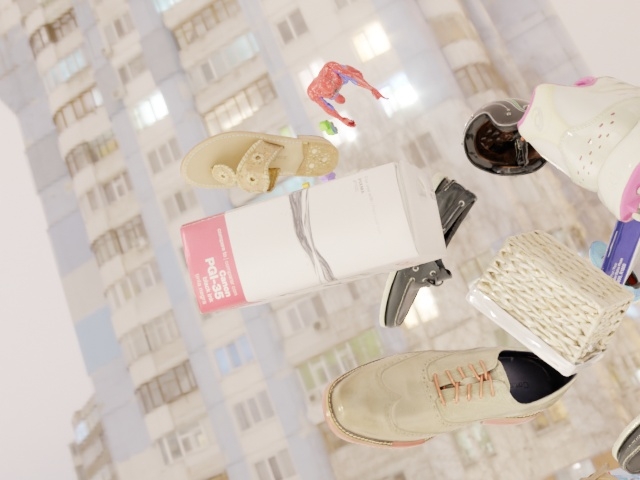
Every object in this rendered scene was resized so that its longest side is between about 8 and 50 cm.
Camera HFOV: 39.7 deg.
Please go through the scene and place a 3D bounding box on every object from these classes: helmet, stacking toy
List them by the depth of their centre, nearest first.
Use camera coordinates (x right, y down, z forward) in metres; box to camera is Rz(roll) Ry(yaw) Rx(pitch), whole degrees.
[{"bbox_3d":[0.377,-0.211,1.799,0.169,0.170,0.161,-11,21,-30],"label":"helmet"},{"bbox_3d":[-0.006,-0.165,1.934,0.166,0.052,0.221,-13,-44,29],"label":"stacking toy"}]

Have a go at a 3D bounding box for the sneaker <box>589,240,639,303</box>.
[{"bbox_3d":[0.641,0.056,1.903,0.063,0.162,0.073,-27,-33,-9],"label":"sneaker"}]

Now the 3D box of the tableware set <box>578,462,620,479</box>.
[{"bbox_3d":[0.307,0.311,0.927,0.141,0.169,0.020,-17,-40,-36],"label":"tableware set"}]

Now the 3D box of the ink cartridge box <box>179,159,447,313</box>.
[{"bbox_3d":[0.000,0.000,1.115,0.282,0.117,0.207,-15,-5,17],"label":"ink cartridge box"}]

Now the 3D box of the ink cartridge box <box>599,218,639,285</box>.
[{"bbox_3d":[0.584,-0.021,1.651,0.224,0.045,0.223,-38,-36,-48],"label":"ink cartridge box"}]

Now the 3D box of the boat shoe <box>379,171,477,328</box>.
[{"bbox_3d":[0.226,0.037,1.817,0.340,0.113,0.127,-67,-18,2],"label":"boat shoe"}]

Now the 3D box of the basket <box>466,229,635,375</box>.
[{"bbox_3d":[0.289,0.071,1.109,0.113,0.167,0.103,-11,-49,-49],"label":"basket"}]

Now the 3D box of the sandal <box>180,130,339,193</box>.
[{"bbox_3d":[-0.076,-0.107,1.280,0.239,0.079,0.088,-7,-61,-21],"label":"sandal"}]

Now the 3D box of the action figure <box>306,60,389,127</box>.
[{"bbox_3d":[0.055,-0.266,1.633,0.091,0.139,0.280,-52,-4,14],"label":"action figure"}]

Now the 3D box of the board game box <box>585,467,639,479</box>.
[{"bbox_3d":[0.750,0.575,1.853,0.317,0.066,0.319,-19,21,11],"label":"board game box"}]

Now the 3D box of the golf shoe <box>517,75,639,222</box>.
[{"bbox_3d":[0.280,-0.106,0.802,0.306,0.140,0.115,-15,-46,-58],"label":"golf shoe"}]

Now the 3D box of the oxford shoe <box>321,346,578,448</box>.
[{"bbox_3d":[0.194,0.207,1.292,0.396,0.141,0.146,-5,-23,-27],"label":"oxford shoe"}]

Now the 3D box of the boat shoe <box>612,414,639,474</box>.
[{"bbox_3d":[0.446,0.218,1.028,0.233,0.079,0.084,-37,-52,27],"label":"boat shoe"}]
